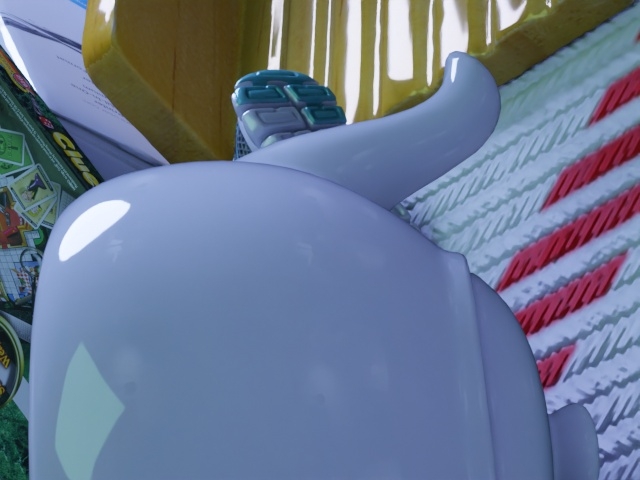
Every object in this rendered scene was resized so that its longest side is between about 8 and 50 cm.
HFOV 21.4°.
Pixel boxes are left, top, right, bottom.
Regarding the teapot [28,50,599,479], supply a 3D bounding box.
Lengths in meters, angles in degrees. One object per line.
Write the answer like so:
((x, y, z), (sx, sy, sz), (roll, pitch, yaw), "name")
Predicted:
((0.007, 0.090, 0.610), (0.252, 0.187, 0.256), (-89, -4, -68), "teapot")

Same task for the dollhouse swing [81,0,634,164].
((-0.036, -0.252, 0.815), (0.347, 0.305, 0.315), (-30, 44, 38), "dollhouse swing")

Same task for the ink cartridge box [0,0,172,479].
((-0.209, -0.033, 1.046), (0.223, 0.129, 0.307), (-53, 34, 13), "ink cartridge box")

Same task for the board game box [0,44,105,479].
((-0.139, 0.037, 0.847), (0.136, 0.030, 0.260), (-43, 72, 14), "board game box")

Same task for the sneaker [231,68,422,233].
((0.000, 0.000, 0.798), (0.076, 0.065, 0.166), (113, 142, -48), "sneaker")
